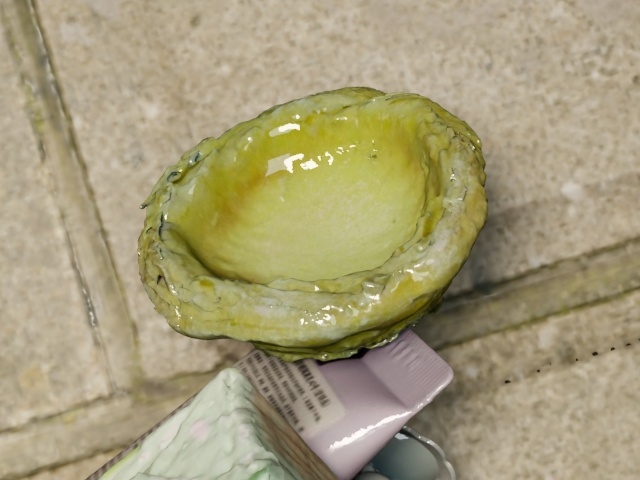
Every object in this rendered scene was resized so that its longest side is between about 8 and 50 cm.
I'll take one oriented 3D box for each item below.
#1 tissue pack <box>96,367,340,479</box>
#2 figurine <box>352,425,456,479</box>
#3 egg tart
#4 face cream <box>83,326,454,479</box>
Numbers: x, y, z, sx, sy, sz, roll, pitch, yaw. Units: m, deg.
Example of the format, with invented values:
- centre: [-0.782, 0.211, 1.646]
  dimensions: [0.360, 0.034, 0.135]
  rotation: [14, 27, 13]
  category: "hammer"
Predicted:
- centre: [-0.021, 0.248, 0.700]
  dimensions: [0.228, 0.128, 0.311]
  rotation: [-41, 113, 2]
  category: "tissue pack"
- centre: [0.025, 0.148, 0.806]
  dimensions: [0.094, 0.082, 0.086]
  rotation: [32, 57, -10]
  category: "figurine"
- centre: [0.000, 0.000, 0.795]
  dimensions: [0.197, 0.197, 0.078]
  rotation: [-28, 125, -7]
  category: "egg tart"
- centre: [-0.060, 0.131, 0.787]
  dimensions: [0.274, 0.154, 0.096]
  rotation: [-42, 112, -1]
  category: "face cream"
